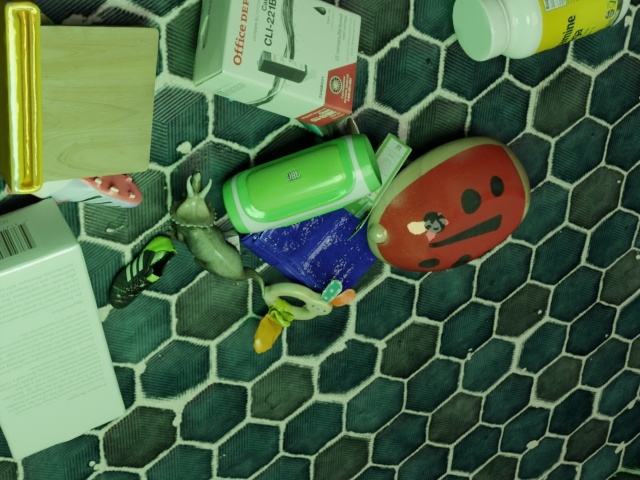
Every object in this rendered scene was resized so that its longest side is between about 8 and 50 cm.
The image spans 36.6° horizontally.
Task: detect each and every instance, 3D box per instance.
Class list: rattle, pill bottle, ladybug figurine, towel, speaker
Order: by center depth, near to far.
[{"bbox_3d":[-0.036,-0.109,1.889,0.296,0.131,0.131,-18,130,11],"label":"speaker"},{"bbox_3d":[0.447,-0.482,1.977,0.333,0.188,0.188,-22,126,-18],"label":"pill bottle"},{"bbox_3d":[-0.038,0.161,2.053,0.143,0.199,0.130,-62,148,-45],"label":"rattle"},{"bbox_3d":[0.000,0.000,2.073,0.228,0.076,0.308,-47,130,2],"label":"towel"},{"bbox_3d":[0.297,-0.062,2.118,0.449,0.162,0.305,-23,132,-30],"label":"ladybug figurine"}]

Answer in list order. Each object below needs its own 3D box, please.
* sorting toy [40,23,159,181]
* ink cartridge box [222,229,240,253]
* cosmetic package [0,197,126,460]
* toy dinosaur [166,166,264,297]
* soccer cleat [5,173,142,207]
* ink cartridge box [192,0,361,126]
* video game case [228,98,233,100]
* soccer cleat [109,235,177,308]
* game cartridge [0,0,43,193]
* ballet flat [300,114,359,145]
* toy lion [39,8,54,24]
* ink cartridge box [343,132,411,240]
[{"bbox_3d":[-0.413,-0.241,1.641,0.257,0.089,0.256,-11,116,-44],"label":"sorting toy"},{"bbox_3d":[-0.193,0.025,2.003,0.048,0.028,0.083,-16,124,-21],"label":"ink cartridge box"},{"bbox_3d":[-0.524,0.170,1.771,0.230,0.161,0.453,-21,134,-20],"label":"cosmetic package"},{"bbox_3d":[-0.213,0.013,1.877,0.121,0.160,0.314,-30,109,-7],"label":"toy dinosaur"},{"bbox_3d":[-0.445,-0.099,1.757,0.248,0.083,0.095,16,130,-38],"label":"soccer cleat"},{"bbox_3d":[-0.075,-0.341,1.736,0.272,0.114,0.197,13,77,-31],"label":"ink cartridge box"},{"bbox_3d":[-0.103,-0.338,1.848,0.166,0.015,0.119,-16,124,-22],"label":"video game case"},{"bbox_3d":[-0.351,0.069,1.906,0.179,0.072,0.060,-51,130,5],"label":"soccer cleat"},{"bbox_3d":[-0.486,-0.263,1.464,0.052,0.323,0.285,-8,122,-28],"label":"game cartridge"},{"bbox_3d":[0.012,-0.234,1.939,0.096,0.095,0.280,-50,141,-8],"label":"ballet flat"},{"bbox_3d":[-0.479,-0.326,1.625,0.100,0.034,0.096,-44,137,-1],"label":"toy lion"},{"bbox_3d":[0.098,-0.110,1.991,0.062,0.109,0.209,34,71,-4],"label":"ink cartridge box"}]
